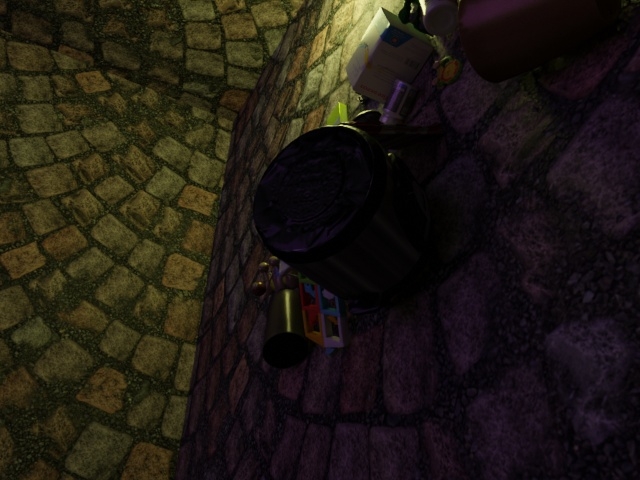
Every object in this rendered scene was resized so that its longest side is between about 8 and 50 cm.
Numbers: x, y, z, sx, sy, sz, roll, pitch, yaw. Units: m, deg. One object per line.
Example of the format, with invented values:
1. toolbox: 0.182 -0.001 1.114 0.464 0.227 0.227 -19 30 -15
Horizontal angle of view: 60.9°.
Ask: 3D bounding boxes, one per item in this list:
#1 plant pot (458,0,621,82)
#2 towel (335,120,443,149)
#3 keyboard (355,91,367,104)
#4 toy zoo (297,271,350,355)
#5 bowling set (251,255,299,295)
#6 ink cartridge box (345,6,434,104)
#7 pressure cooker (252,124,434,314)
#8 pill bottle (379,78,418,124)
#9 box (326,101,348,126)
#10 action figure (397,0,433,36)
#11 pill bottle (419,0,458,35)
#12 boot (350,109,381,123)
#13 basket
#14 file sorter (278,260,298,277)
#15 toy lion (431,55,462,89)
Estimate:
1. plant pot: 0.455 -0.464 1.109 0.254 0.237 0.237 4 77 52
2. towel: 0.143 -0.289 1.522 0.237 0.329 0.037 -8 88 64
3. keyboard: 0.176 -0.554 2.018 0.108 0.023 0.180 -60 24 11
4. toy zoo: 0.009 0.209 1.658 0.192 0.030 0.293 3 102 52
5. bowling set: -0.165 0.112 2.003 0.287 0.200 0.154 -26 76 48
6. ink cartridge box: 0.215 -0.587 1.760 0.232 0.171 0.168 -55 28 33
7. pressure cooker: 0.083 -0.046 1.387 0.370 0.420 0.375 -52 47 -1
8. pill bottle: 0.241 -0.425 1.701 0.137 0.078 0.078 -65 24 15
9. box: 0.066 -0.450 2.156 0.109 0.042 0.178 -50 32 43
10. action figure: 0.312 -0.750 1.755 0.063 0.137 0.232 -45 25 38
11. pill bottle: 0.352 -0.714 1.629 0.108 0.108 0.193 -47 34 45
12. boot: 0.151 -0.299 1.778 0.263 0.091 0.229 -38 49 -8
13. basket: -0.119 0.293 1.894 0.226 0.154 0.204 -92 14 -47
14. file sorter: 0.000 0.000 1.806 0.278 0.173 0.192 -42 37 50
15. toy lion: 0.362 -0.482 1.541 0.096 0.034 0.100 -27 48 50
